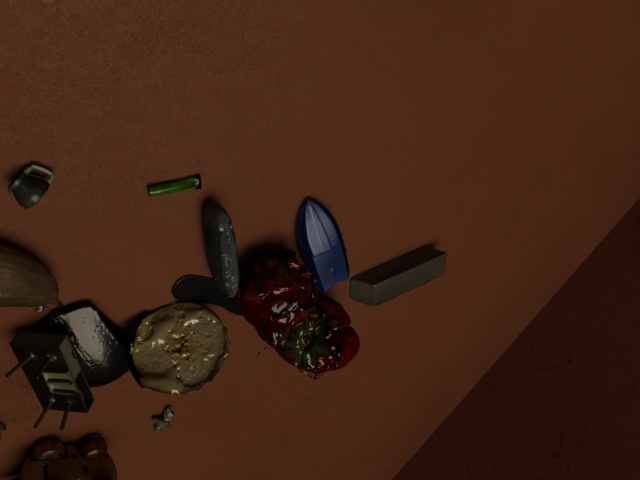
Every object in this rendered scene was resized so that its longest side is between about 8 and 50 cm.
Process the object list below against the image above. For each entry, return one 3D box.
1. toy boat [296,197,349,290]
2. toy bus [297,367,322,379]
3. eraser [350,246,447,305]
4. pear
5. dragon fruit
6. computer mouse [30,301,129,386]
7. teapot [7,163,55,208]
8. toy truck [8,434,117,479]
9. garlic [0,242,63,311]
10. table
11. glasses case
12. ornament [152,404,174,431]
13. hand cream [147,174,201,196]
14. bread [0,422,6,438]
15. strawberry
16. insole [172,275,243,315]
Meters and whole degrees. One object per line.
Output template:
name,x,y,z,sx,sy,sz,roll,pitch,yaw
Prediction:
toy boat,0.000,0.000,1.519,0.129,0.088,0.295,-27,127,-13
toy bus,-0.033,0.401,1.849,0.088,0.083,0.194,-5,127,-28
eraser,0.270,0.123,1.826,0.353,0.077,0.111,-21,134,-19
pear,-0.386,0.309,1.449,0.267,0.267,0.178,-19,161,-22
dragon fruit,-0.128,0.165,1.437,0.234,0.293,0.233,10,145,7
computer mouse,-0.584,0.281,1.335,0.168,0.087,0.295,-28,136,-8
teapot,-0.562,-0.109,1.028,0.057,0.066,0.088,46,71,-32
toy truck,-0.739,0.699,1.510,0.288,0.204,0.211,19,116,-45
garlic,-0.669,0.086,1.091,0.338,0.151,0.196,4,151,-47
table,-0.644,0.340,1.250,0.122,0.111,0.240,2,126,6
glasses case,-0.249,0.027,1.334,0.067,0.109,0.282,-19,136,-25
ornament,-0.502,0.577,1.697,0.092,0.041,0.068,-30,117,6
hand cream,-0.330,-0.122,1.205,0.122,0.023,0.036,-15,123,-27
bread,-0.871,0.455,1.332,0.077,0.105,0.152,-24,105,-16
strawberry,-0.010,0.289,1.664,0.239,0.250,0.288,-20,-178,14
insole,-0.267,0.158,1.516,0.348,0.009,0.119,18,113,-45
